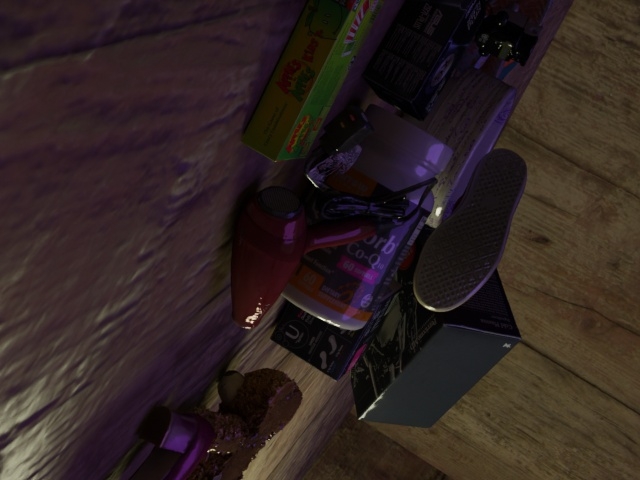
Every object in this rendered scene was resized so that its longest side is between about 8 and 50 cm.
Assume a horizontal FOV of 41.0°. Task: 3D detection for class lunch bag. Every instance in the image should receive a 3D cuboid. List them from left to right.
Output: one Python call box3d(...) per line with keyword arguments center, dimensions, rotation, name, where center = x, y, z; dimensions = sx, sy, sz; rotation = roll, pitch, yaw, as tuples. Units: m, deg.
box3d(center=(0.290, -0.357, 1.608), dimensions=(0.083, 0.053, 0.071), rotation=(-54, 170, 32), name="lunch bag")

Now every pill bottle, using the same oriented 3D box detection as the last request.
box3d(center=(0.055, -0.032, 1.160), dimensions=(0.278, 0.162, 0.162), rotation=(-61, 169, 7), name="pill bottle")

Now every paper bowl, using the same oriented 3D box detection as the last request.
box3d(center=(0.218, -0.176, 1.523), dimensions=(0.284, 0.148, 0.284), rotation=(-54, 167, -18), name="paper bowl")

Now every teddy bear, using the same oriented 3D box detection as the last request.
box3d(center=(-0.173, 0.318, 1.270), dimensions=(0.338, 0.113, 0.245), rotation=(-56, 153, -1), name="teddy bear")

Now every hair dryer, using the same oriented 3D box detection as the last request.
box3d(center=(0.000, 0.000, 0.996), dimensions=(0.293, 0.080, 0.223), rotation=(-40, 138, 10), name="hair dryer")

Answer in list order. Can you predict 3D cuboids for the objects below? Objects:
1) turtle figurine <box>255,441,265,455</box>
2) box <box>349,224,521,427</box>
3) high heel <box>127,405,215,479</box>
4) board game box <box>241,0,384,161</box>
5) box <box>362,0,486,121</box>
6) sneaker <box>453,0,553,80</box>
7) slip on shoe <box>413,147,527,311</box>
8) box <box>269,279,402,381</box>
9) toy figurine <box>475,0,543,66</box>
box3d(center=(-0.180, 0.423, 1.518), dimensions=(0.217, 0.087, 0.269), rotation=(-45, 162, -49), name="turtle figurine")
box3d(center=(0.200, 0.152, 1.721), dimensions=(0.343, 0.179, 0.312), rotation=(-57, -148, 40), name="box")
box3d(center=(-0.217, 0.331, 1.083), dimensions=(0.117, 0.082, 0.244), rotation=(43, 65, -52), name="high heel")
box3d(center=(-0.006, -0.169, 0.845), dimensions=(0.181, 0.043, 0.092), rotation=(-62, 168, 15), name="board game box")
box3d(center=(0.145, -0.266, 1.154), dimensions=(0.180, 0.077, 0.147), rotation=(-59, 168, 4), name="box")
box3d(center=(0.361, -0.406, 1.671), dimensions=(0.121, 0.108, 0.302), rotation=(-47, 172, -48), name="sneaker")
box3d(center=(0.256, -0.010, 1.460), dimensions=(0.331, 0.123, 0.101), rotation=(-59, 173, -26), name="slip on shoe")
box3d(center=(0.034, 0.125, 1.534), dimensions=(0.163, 0.142, 0.247), rotation=(-62, 169, 10), name="box")
box3d(center=(0.301, -0.397, 1.347), dimensions=(0.213, 0.148, 0.209), rotation=(-67, 172, 26), name="toy figurine")
